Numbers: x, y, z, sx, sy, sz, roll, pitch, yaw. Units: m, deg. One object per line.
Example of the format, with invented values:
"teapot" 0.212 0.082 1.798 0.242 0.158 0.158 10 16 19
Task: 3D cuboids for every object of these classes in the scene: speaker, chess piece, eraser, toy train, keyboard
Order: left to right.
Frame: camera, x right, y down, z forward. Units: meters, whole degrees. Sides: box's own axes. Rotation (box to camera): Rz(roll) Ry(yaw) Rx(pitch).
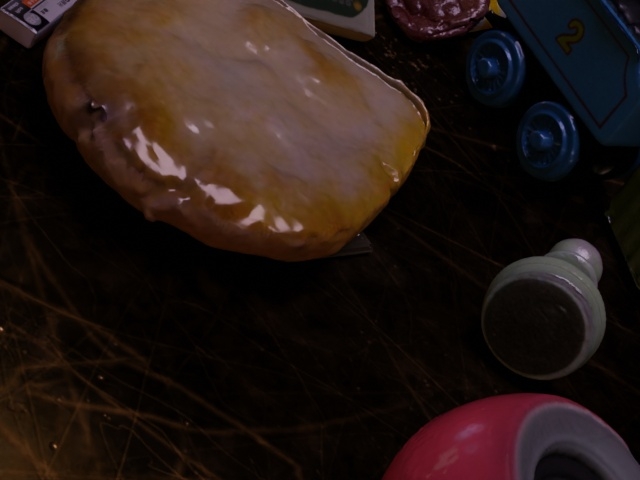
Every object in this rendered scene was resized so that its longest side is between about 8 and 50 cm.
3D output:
"eraser" -0.321 -0.267 1.637 0.052 0.029 0.122 34 38 -1
"keyboard" 0.000 0.000 1.603 0.129 0.015 0.049 -7 49 -40
"speaker" 0.186 0.285 1.235 0.294 0.294 0.294 20 40 -18
"chess piece" 0.284 0.055 1.683 0.139 0.139 0.272 38 26 5
"toy train" 0.352 -0.239 1.909 0.188 0.265 0.300 -2 50 -39

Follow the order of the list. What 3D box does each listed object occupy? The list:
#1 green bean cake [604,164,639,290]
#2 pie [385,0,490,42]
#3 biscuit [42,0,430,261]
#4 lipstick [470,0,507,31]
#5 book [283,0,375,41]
"green bean cake" 0.495 0.008 1.875 0.200 0.113 0.214 15 42 -27
"pie" 0.166 -0.342 2.020 0.154 0.038 0.153 -2 59 4
"biscuit" -0.099 -0.146 1.608 0.429 0.104 0.446 33 39 -5
"lipstick" 0.287 -0.358 2.153 0.264 0.059 0.059 -21 63 -47
"book" -0.038 -0.467 1.905 0.260 0.043 0.371 8 73 -32
